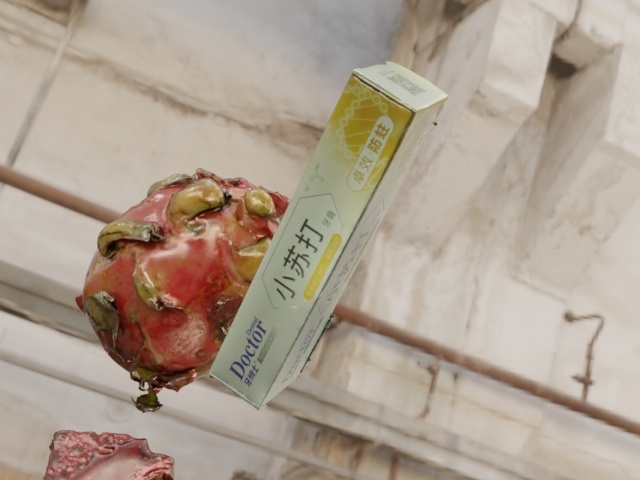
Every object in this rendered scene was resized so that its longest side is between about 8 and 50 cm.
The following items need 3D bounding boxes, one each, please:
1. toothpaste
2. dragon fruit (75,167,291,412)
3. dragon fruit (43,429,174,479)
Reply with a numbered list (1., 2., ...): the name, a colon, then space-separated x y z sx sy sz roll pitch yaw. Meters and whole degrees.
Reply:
1. toothpaste: 0.000 0.000 0.853 0.071 0.312 0.089 34 27 13
2. dragon fruit: -0.146 0.036 1.218 0.291 0.250 0.269 -36 -9 28
3. dragon fruit: -0.209 0.241 0.966 0.131 0.097 0.063 5 5 -6
